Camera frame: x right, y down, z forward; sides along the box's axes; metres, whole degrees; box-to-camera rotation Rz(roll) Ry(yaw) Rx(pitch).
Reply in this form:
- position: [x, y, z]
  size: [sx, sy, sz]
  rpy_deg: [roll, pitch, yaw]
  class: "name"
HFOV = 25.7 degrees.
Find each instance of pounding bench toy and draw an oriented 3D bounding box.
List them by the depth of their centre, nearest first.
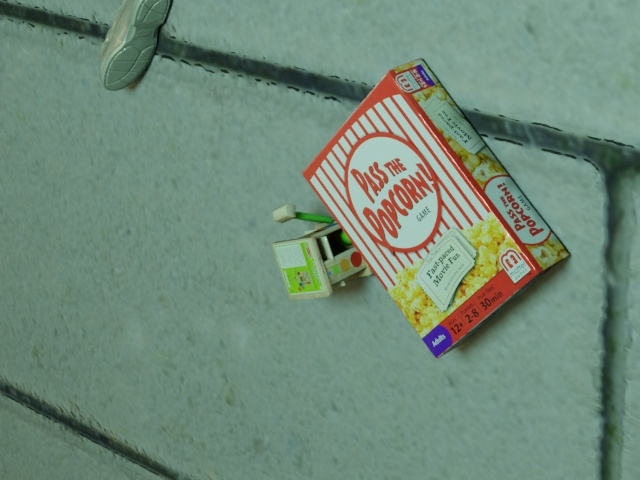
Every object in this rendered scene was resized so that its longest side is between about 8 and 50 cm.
- position: [0.000, 0.000, 1.195]
  size: [0.052, 0.065, 0.083]
  rpy_deg: [-9, 102, 49]
  class: "pounding bench toy"

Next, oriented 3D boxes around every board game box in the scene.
- position: [0.086, -0.023, 1.110]
  size: [0.193, 0.045, 0.147]
  rpy_deg: [54, 138, 11]
  class: "board game box"

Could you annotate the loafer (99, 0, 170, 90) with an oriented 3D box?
- position: [-0.175, -0.195, 1.302]
  size: [0.125, 0.045, 0.039]
  rpy_deg: [-57, 50, 38]
  class: "loafer"
